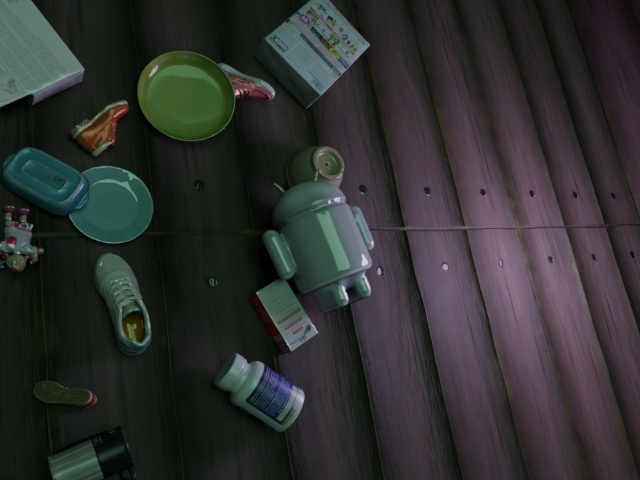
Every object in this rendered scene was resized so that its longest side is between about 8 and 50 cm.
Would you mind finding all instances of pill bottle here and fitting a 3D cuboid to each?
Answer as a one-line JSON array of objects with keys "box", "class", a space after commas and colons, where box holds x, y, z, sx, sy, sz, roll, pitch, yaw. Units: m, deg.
[{"box": [-0.140, 0.339, 1.295, 0.187, 0.112, 0.112, 38, 58, -14], "class": "pill bottle"}]

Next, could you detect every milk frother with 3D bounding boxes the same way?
[{"box": [-0.423, 0.442, 1.085, 0.135, 0.129, 0.143, -18, 87, -24], "class": "milk frother"}]

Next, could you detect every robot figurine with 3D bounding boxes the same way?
[{"box": [0.000, 0.000, 1.448, 0.300, 0.200, 0.353, -16, 81, -35], "class": "robot figurine"}]

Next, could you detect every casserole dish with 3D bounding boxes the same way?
[{"box": [-0.590, -0.132, 1.231, 0.189, 0.037, 0.114, 30, 63, -8], "class": "casserole dish"}]

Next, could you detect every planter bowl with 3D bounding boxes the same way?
[{"box": [-0.002, -0.193, 1.575, 0.162, 0.109, 0.161, 11, 67, -28], "class": "planter bowl"}]

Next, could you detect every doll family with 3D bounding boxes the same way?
[{"box": [-0.689, 0.012, 1.109, 0.263, 0.118, 0.163, 14, 58, -46], "class": "doll family"}]

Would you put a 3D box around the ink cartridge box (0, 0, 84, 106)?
[{"box": [-0.722, -0.430, 1.255, 0.261, 0.066, 0.296, -40, 97, -32], "class": "ink cartridge box"}]

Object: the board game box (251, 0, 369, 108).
[{"box": [-0.021, -0.569, 1.710, 0.224, 0.098, 0.303, 45, 58, -10], "class": "board game box"}]

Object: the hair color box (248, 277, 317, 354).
[{"box": [-0.092, 0.185, 1.416, 0.093, 0.053, 0.167, -30, 88, -36], "class": "hair color box"}]

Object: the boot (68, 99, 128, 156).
[{"box": [-0.497, -0.262, 1.343, 0.084, 0.059, 0.158, 48, 64, -11], "class": "boot"}]

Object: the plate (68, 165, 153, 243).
[{"box": [-0.477, -0.079, 1.304, 0.188, 0.024, 0.188, 11, 67, -26], "class": "plate"}]

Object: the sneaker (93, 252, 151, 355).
[{"box": [-0.414, 0.128, 1.223, 0.088, 0.092, 0.228, -19, 81, -32], "class": "sneaker"}]

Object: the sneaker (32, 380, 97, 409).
[{"box": [-0.504, 0.309, 1.141, 0.119, 0.067, 0.042, 10, 67, 5], "class": "sneaker"}]

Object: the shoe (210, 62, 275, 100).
[{"box": [-0.215, -0.407, 1.558, 0.178, 0.063, 0.081, 23, 64, -16], "class": "shoe"}]

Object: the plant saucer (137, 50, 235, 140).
[{"box": [-0.339, -0.361, 1.456, 0.241, 0.037, 0.240, 4, 77, -18], "class": "plant saucer"}]
